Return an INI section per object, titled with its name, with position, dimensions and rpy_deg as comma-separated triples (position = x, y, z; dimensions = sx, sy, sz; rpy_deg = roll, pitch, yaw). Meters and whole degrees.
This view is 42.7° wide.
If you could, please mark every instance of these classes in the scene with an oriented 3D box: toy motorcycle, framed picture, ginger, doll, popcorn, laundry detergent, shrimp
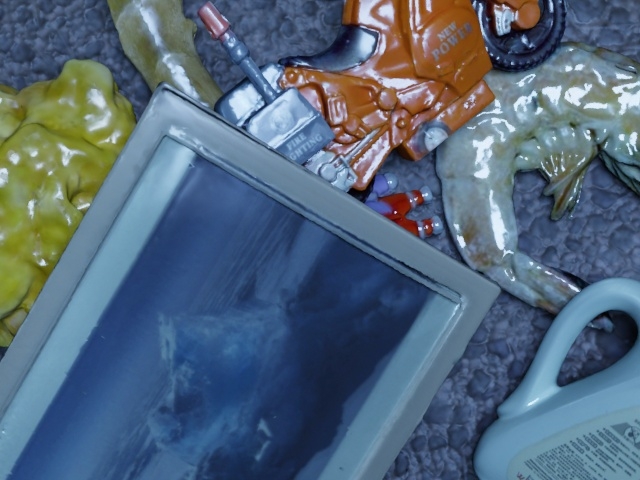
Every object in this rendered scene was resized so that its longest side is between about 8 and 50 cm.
[toy motorcycle]
position = 0.043, -0.171, 0.694
dimensions = 0.326, 0.148, 0.221
rpy_deg = -39, 103, -3
[framed picture]
position = -0.095, 0.148, 0.657
dimensions = 0.326, 0.028, 0.446
rpy_deg = 29, 95, -16
[ginger]
position = -0.141, -0.219, 0.760
dimensions = 0.131, 0.086, 0.294
rpy_deg = -26, 98, -13
[doll]
position = 0.000, 0.000, 0.752
dimensions = 0.228, 0.075, 0.102
rpy_deg = -17, 75, -8
[popcorn]
position = -0.252, -0.030, 0.707
dimensions = 0.191, 0.190, 0.253
rpy_deg = 4, 94, 9
[laundry detergent]
position = 0.280, 0.142, 0.690
dimensions = 0.215, 0.105, 0.280
rpy_deg = 37, 109, 18
[shrimp]
position = 0.260, -0.030, 0.744
dimensions = 0.360, 0.085, 0.247
rpy_deg = 42, 95, 7
